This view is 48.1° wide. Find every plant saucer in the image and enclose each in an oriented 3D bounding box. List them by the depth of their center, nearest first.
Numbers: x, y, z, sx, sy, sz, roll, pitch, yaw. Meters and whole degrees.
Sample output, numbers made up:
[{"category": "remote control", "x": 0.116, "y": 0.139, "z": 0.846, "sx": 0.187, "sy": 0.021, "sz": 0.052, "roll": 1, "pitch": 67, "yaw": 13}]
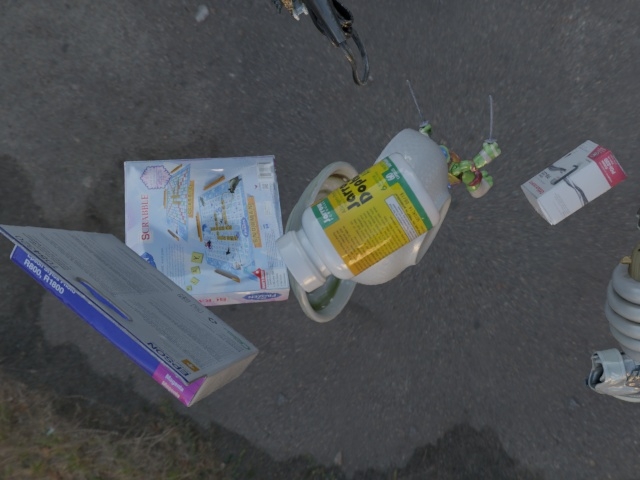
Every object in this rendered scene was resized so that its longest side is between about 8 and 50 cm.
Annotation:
[{"category": "plant saucer", "x": 0.000, "y": 0.000, "z": 1.788, "sx": 0.100, "sy": 0.400, "sz": 0.400, "roll": 8, "pitch": 93, "yaw": 25}]

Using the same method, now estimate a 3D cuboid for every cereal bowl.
[{"category": "cereal bowl", "x": 0.169, "y": -0.050, "z": 1.473, "sx": 0.141, "sy": 0.339, "sz": 0.339, "roll": 29, "pitch": 96, "yaw": 14}]

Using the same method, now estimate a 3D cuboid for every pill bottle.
[{"category": "pill bottle", "x": 0.048, "y": -0.020, "z": 0.983, "sx": 0.208, "sy": 0.117, "sz": 0.117, "roll": -32, "pitch": 87, "yaw": 5}]

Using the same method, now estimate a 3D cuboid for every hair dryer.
[{"category": "hair dryer", "x": -0.029, "y": -0.299, "z": 0.646, "sx": 0.080, "sy": 0.293, "sz": 0.223, "roll": -35, "pitch": 43, "yaw": 1}]

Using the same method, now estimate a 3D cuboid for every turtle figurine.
[{"category": "turtle figurine", "x": 0.336, "y": -0.225, "z": 1.716, "sx": 0.198, "sy": 0.266, "sz": 0.274, "roll": -7, "pitch": 73, "yaw": 21}]

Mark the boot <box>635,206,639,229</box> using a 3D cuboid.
[{"category": "boot", "x": 0.854, "y": -0.034, "z": 1.709, "sx": 0.176, "sy": 0.244, "sz": 0.088, "roll": 32, "pitch": 111, "yaw": 14}]

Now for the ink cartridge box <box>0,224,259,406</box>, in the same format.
[{"category": "ink cartridge box", "x": -0.269, "y": 0.101, "z": 1.021, "sx": 0.324, "sy": 0.330, "sz": 0.071, "roll": 37, "pitch": 96, "yaw": 9}]

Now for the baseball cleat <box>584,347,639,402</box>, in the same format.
[{"category": "baseball cleat", "x": 0.389, "y": 0.142, "z": 0.824, "sx": 0.109, "sy": 0.206, "sz": 0.072, "roll": 8, "pitch": 56, "yaw": -20}]

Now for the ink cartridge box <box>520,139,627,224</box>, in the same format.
[{"category": "ink cartridge box", "x": 0.649, "y": -0.151, "z": 1.857, "sx": 0.218, "sy": 0.158, "sz": 0.092, "roll": -37, "pitch": 104, "yaw": 10}]

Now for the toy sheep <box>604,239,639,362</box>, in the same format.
[{"category": "toy sheep", "x": 0.267, "y": 0.053, "z": 0.560, "sx": 0.091, "sy": 0.091, "sz": 0.132, "roll": -17, "pitch": 112, "yaw": 9}]

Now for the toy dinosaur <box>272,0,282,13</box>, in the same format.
[{"category": "toy dinosaur", "x": -0.048, "y": -0.526, "z": 1.499, "sx": 0.118, "sy": 0.268, "sz": 0.064, "roll": -30, "pitch": 96, "yaw": 9}]

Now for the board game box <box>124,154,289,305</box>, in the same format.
[{"category": "board game box", "x": -0.237, "y": -0.021, "z": 1.472, "sx": 0.318, "sy": 0.066, "sz": 0.318, "roll": -3, "pitch": 63, "yaw": -9}]
